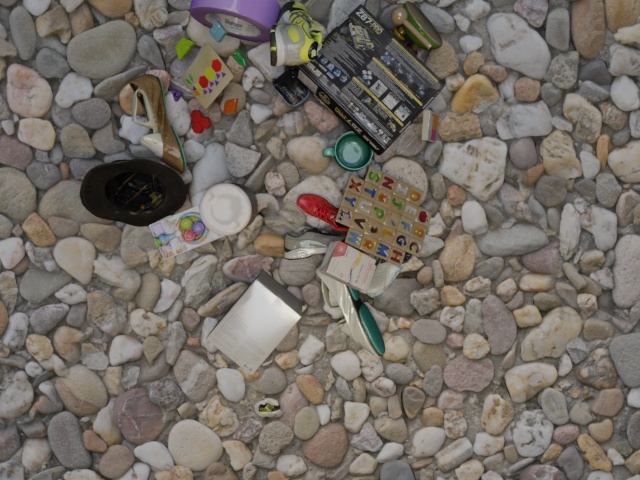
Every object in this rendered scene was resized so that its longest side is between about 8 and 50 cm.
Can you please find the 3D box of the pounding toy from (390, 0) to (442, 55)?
[{"bbox_3d":[0.298,-0.675,1.583,0.110,0.237,0.183,-37,95,34],"label":"pounding toy"}]

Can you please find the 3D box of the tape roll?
[{"bbox_3d":[-0.266,-0.720,1.515,0.274,0.275,0.090,14,96,-2],"label":"tape roll"}]

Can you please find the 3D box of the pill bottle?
[{"bbox_3d":[-0.289,-0.108,1.578,0.160,0.283,0.161,0,96,-1],"label":"pill bottle"}]

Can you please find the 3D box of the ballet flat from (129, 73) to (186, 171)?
[{"bbox_3d":[-0.560,-0.388,1.616,0.124,0.116,0.343,-19,97,-39],"label":"ballet flat"}]

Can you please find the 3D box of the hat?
[{"bbox_3d":[-0.623,-0.194,1.609,0.330,0.331,0.134,-22,57,2],"label":"hat"}]

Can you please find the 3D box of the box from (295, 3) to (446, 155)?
[{"bbox_3d":[0.164,-0.529,1.584,0.395,0.097,0.318,42,80,-1],"label":"box"}]

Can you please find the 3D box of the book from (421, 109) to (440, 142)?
[{"bbox_3d":[0.372,-0.382,1.629,0.035,0.144,0.097,7,99,22],"label":"book"}]

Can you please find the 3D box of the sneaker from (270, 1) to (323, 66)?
[{"bbox_3d":[-0.064,-0.635,1.505,0.146,0.385,0.145,6,134,1],"label":"sneaker"}]

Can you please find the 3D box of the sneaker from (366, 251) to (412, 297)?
[{"bbox_3d":[0.245,0.105,1.724,0.085,0.086,0.237,40,82,23],"label":"sneaker"}]

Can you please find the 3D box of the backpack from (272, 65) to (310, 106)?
[{"bbox_3d":[-0.093,-0.514,1.636,0.105,0.084,0.114,-37,91,4],"label":"backpack"}]

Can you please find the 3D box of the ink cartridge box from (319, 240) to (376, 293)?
[{"bbox_3d":[0.108,0.093,1.616,0.198,0.067,0.116,27,76,-22],"label":"ink cartridge box"}]

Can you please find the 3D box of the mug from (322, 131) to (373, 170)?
[{"bbox_3d":[0.098,-0.309,1.654,0.157,0.097,0.130,31,92,-3],"label":"mug"}]

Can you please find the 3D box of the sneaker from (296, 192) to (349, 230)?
[{"bbox_3d":[0.021,-0.101,1.662,0.221,0.128,0.087,21,96,-3],"label":"sneaker"}]

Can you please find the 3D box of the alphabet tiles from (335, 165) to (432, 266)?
[{"bbox_3d":[0.224,-0.083,1.659,0.342,0.011,0.286,23,78,-18],"label":"alphabet tiles"}]

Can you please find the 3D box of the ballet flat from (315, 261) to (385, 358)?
[{"bbox_3d":[0.099,0.243,1.716,0.139,0.139,0.401,-25,92,2],"label":"ballet flat"}]

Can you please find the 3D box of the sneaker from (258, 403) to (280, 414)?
[{"bbox_3d":[-0.191,0.624,1.788,0.083,0.031,0.035,-9,96,0],"label":"sneaker"}]

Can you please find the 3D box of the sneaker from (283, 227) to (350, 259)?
[{"bbox_3d":[0.000,0.000,1.691,0.271,0.100,0.108,-9,89,-1],"label":"sneaker"}]

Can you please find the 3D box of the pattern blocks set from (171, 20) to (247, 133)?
[{"bbox_3d":[-0.373,-0.536,1.584,0.324,0.026,0.286,-26,98,33],"label":"pattern blocks set"}]

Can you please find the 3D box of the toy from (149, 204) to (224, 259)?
[{"bbox_3d":[-0.475,-0.033,1.698,0.237,0.056,0.137,-22,98,2],"label":"toy"}]

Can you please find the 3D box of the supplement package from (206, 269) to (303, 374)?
[{"bbox_3d":[-0.218,0.275,1.665,0.199,0.198,0.263,40,95,-4],"label":"supplement package"}]
